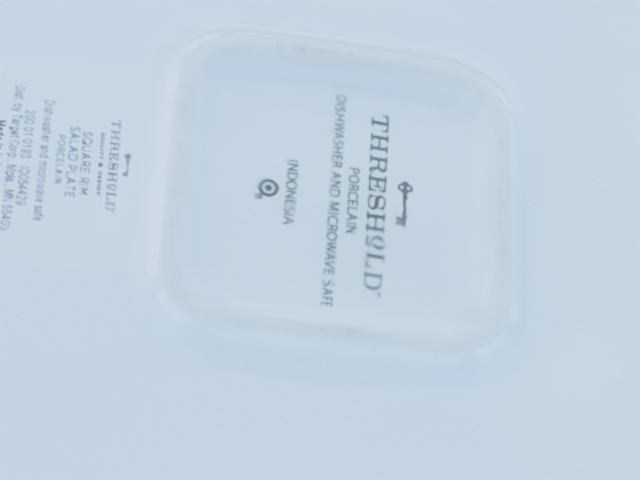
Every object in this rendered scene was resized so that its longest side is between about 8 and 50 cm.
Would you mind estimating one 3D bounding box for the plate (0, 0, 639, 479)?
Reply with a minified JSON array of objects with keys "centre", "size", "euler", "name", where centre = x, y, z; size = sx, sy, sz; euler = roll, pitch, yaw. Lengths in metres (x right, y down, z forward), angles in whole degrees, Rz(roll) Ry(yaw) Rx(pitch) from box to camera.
[{"centre":[0.000,0.000,0.375],"size":[0.278,0.277,0.045],"euler":[7,149,-7],"name":"plate"}]
